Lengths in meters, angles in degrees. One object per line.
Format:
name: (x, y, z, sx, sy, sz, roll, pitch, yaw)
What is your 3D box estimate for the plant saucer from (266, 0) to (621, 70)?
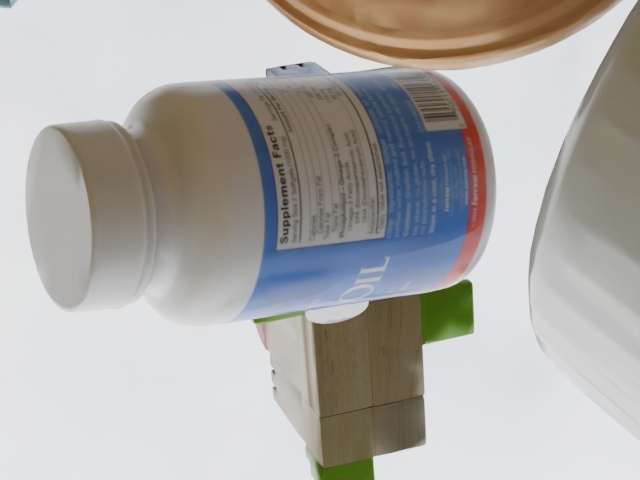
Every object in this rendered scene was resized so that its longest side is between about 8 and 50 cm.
plant saucer: (0.044, -0.163, 0.555, 0.200, 0.037, 0.200, -1, -93, 14)

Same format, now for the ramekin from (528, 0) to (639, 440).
ramekin: (0.197, -0.026, 0.539, 0.135, 0.277, 0.277, 36, -109, 26)

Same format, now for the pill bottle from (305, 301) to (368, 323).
pill bottle: (0.000, 0.000, 1.137, 0.065, 0.065, 0.116, -13, -117, -1)

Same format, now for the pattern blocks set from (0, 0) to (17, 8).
pattern blocks set: (-0.337, -0.324, 1.612, 0.285, 0.026, 0.325, 11, -144, 21)

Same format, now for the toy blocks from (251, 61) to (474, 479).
toy blocks: (-0.005, 0.010, 1.358, 0.191, 0.381, 0.261, -11, -158, -16)

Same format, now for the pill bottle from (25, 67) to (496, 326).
pill bottle: (-0.031, -0.022, 0.781, 0.221, 0.124, 0.124, -7, -124, -29)
